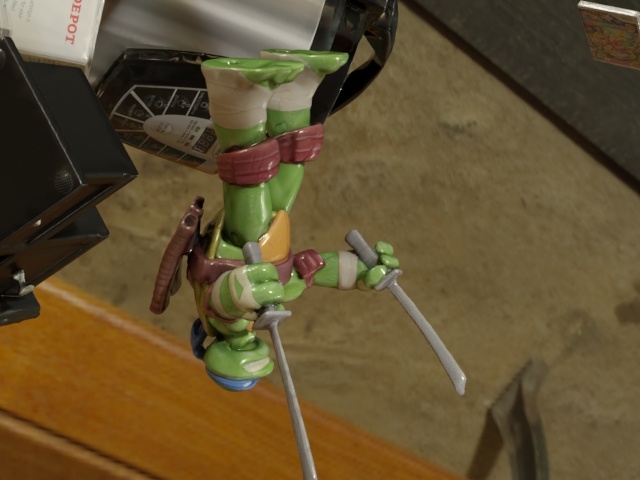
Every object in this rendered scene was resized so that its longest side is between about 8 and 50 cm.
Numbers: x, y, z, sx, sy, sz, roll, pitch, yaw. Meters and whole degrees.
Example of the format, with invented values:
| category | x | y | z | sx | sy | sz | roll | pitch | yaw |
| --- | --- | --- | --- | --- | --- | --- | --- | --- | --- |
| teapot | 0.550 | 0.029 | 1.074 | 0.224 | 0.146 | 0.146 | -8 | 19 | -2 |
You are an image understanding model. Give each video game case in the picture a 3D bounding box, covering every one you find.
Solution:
| category | x | y | z | sx | sy | sz | roll | pitch | yaw |
| --- | --- | --- | --- | --- | --- | --- | --- | --- | --- |
| video game case | 0.405 | -0.280 | 1.582 | 0.011 | 0.087 | 0.122 | -59 | 146 | -16 |

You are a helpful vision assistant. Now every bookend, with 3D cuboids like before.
| category | x | y | z | sx | sy | sz | roll | pitch | yaw |
| --- | --- | --- | --- | --- | --- | --- | --- | --- | --- |
| bookend | -0.145 | -0.018 | 0.552 | 0.156 | 0.157 | 0.072 | -32 | 83 | 19 |

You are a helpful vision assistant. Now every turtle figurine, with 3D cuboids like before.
| category | x | y | z | sx | sy | sz | roll | pitch | yaw |
| --- | --- | --- | --- | --- | --- | --- | --- | --- | --- |
| turtle figurine | 0.000 | 0.000 | 0.847 | 0.198 | 0.275 | 0.266 | -9 | 108 | -32 |

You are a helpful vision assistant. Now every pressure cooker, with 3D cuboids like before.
| category | x | y | z | sx | sy | sz | roll | pitch | yaw |
| --- | --- | --- | --- | --- | --- | --- | --- | --- | --- |
| pressure cooker | -0.119 | -0.281 | 1.446 | 0.421 | 0.370 | 0.375 | 19 | 103 | -21 |

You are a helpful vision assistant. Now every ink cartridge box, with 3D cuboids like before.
| category | x | y | z | sx | sy | sz | roll | pitch | yaw |
| --- | --- | --- | --- | --- | --- | --- | --- | --- | --- |
| ink cartridge box | -0.233 | -0.180 | 0.840 | 0.151 | 0.063 | 0.109 | 10 | 74 | -10 |
